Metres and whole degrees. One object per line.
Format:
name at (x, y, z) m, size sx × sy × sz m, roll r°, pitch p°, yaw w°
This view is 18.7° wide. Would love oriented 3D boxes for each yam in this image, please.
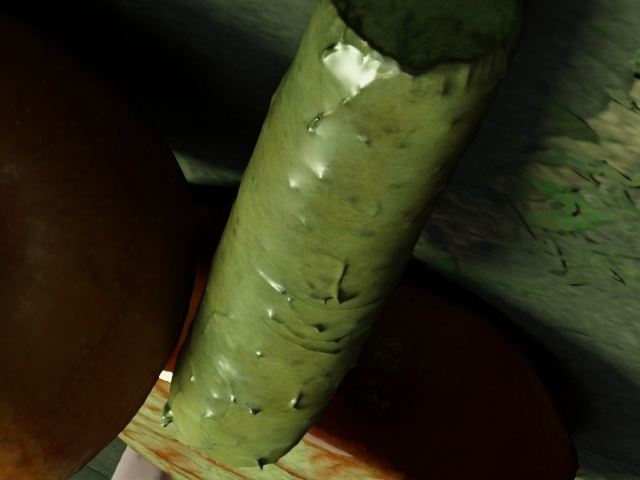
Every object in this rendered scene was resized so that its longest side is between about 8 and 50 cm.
yam at (0.000, 0.000, 0.778) m, size 0.083 × 0.083 × 0.371 m, roll 26°, pitch 150°, yaw -1°

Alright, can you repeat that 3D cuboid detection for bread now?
bread at (0.001, 0.095, 1.112) m, size 0.295 × 0.114 × 0.327 m, roll 22°, pitch 162°, yaw 16°

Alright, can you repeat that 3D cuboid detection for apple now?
apple at (-0.193, 0.003, 0.869) m, size 0.272 × 0.251 × 0.206 m, roll 39°, pitch 156°, yaw -14°

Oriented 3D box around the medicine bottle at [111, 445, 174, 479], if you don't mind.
medicine bottle at (0.017, 0.232, 1.351) m, size 0.325 × 0.212 × 0.212 m, roll 24°, pitch 164°, yaw 8°
